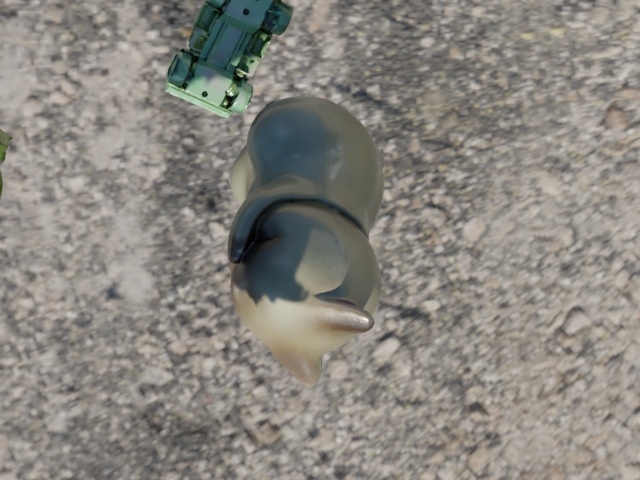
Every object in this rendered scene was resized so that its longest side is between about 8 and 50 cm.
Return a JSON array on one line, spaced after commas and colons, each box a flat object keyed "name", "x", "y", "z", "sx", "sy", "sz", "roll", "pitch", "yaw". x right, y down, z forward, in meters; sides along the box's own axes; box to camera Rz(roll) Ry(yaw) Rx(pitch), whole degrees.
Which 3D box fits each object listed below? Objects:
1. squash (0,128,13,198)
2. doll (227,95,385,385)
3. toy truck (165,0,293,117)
[{"name": "squash", "x": -0.386, "y": 0.056, "z": 1.210, "sx": 0.118, "sy": 0.118, "sz": 0.370, "roll": 32, "pitch": 111, "yaw": 17}, {"name": "doll", "x": -0.021, "y": -0.023, "z": 1.663, "sx": 0.226, "sy": 0.370, "sz": 0.215, "roll": 27, "pitch": 136, "yaw": -19}, {"name": "toy truck", "x": -0.120, "y": -0.310, "z": 1.796, "sx": 0.128, "sy": 0.135, "sz": 0.259, "roll": 23, "pitch": 98, "yaw": -21}]
